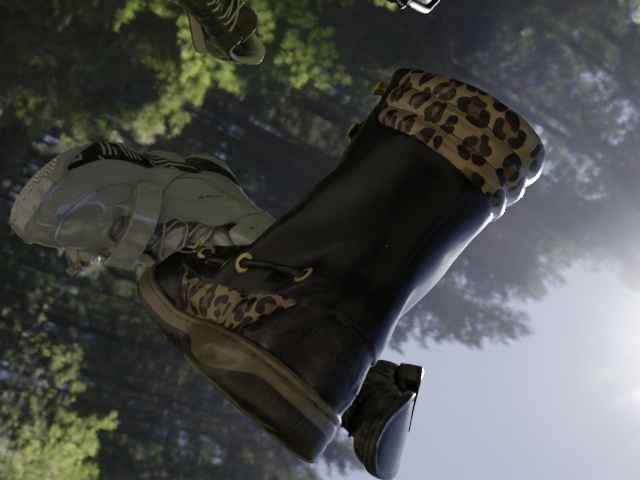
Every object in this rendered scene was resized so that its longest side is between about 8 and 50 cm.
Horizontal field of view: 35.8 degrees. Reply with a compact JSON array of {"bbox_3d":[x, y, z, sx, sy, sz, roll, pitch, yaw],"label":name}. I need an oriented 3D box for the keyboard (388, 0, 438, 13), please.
[{"bbox_3d":[-0.051,-0.242,0.571,0.033,0.317,0.201,-47,178,22],"label":"keyboard"}]

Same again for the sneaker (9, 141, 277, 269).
[{"bbox_3d":[-0.181,-0.010,1.205,0.210,0.366,0.137,40,-66,26],"label":"sneaker"}]

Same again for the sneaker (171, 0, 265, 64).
[{"bbox_3d":[-0.108,-0.259,1.099,0.086,0.192,0.064,23,-107,15],"label":"sneaker"}]

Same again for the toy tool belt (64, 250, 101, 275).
[{"bbox_3d":[-0.331,0.001,1.319,0.051,0.052,0.083,-25,-98,18],"label":"toy tool belt"}]

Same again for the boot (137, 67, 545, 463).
[{"bbox_3d":[0.000,0.000,0.812,0.284,0.138,0.377,-48,-163,-6],"label":"boot"}]

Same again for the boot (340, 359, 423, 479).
[{"bbox_3d":[-0.012,0.167,1.079,0.263,0.229,0.091,-31,134,-78],"label":"boot"}]
